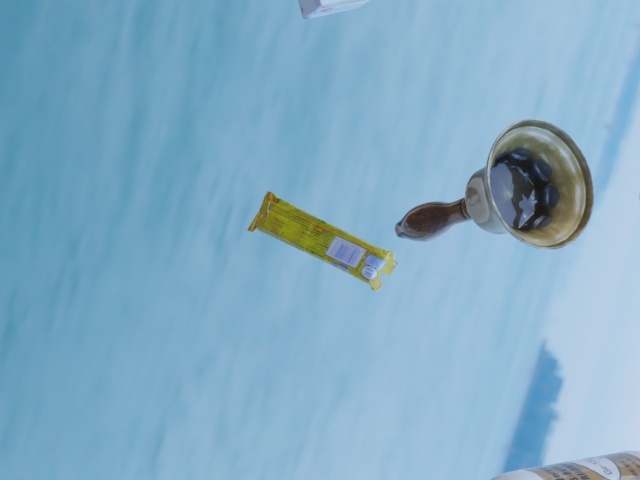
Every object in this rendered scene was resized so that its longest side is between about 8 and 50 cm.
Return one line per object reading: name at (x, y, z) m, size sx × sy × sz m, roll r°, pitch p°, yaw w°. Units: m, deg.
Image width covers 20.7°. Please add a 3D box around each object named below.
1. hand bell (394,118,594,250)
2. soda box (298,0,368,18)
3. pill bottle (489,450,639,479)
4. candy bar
hand bell at (0.145, -0.032, 1.732) m, size 0.242 × 0.126 × 0.126 m, roll -19°, pitch -134°, yaw 57°
soda box at (-0.004, -0.369, 2.006) m, size 0.069 × 0.074 × 0.216 m, roll 164°, pitch -88°, yaw -70°
pill bottle at (0.205, 0.266, 1.562) m, size 0.131 × 0.229 × 0.131 m, roll 15°, pitch -72°, yaw 58°
candy bar at (0.000, 0.000, 1.513) m, size 0.040 × 0.161 × 0.018 m, roll -60°, pitch 144°, yaw -6°
